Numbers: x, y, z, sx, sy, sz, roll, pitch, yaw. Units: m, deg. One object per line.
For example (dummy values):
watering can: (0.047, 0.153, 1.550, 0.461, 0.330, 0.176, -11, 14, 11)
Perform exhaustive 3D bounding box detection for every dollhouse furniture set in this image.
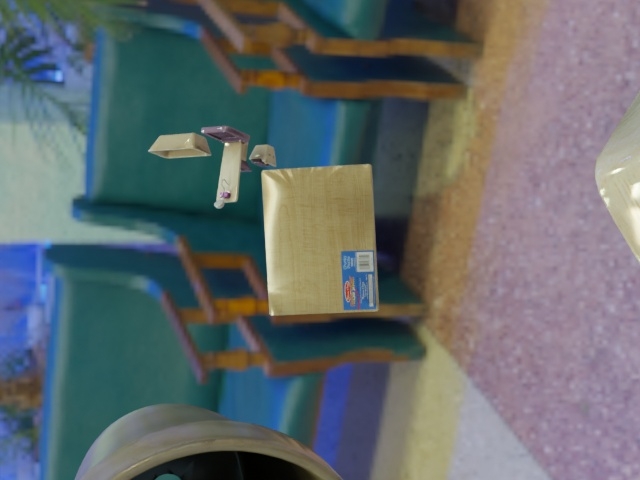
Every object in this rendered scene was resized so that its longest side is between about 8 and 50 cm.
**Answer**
dollhouse furniture set: (-0.120, -0.068, 1.448, 0.114, 0.091, 0.081, -1, 78, 34)

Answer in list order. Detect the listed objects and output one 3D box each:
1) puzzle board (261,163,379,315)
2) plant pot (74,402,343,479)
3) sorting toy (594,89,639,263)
puzzle board: (0.000, 0.000, 1.180, 0.011, 0.096, 0.128, -30, -63, -81)
plant pot: (-0.129, 0.295, 1.345, 0.280, 0.323, 0.323, -137, 51, -69)
sorting toy: (0.234, 0.005, 0.485, 0.089, 0.255, 0.257, -20, 110, 41)
